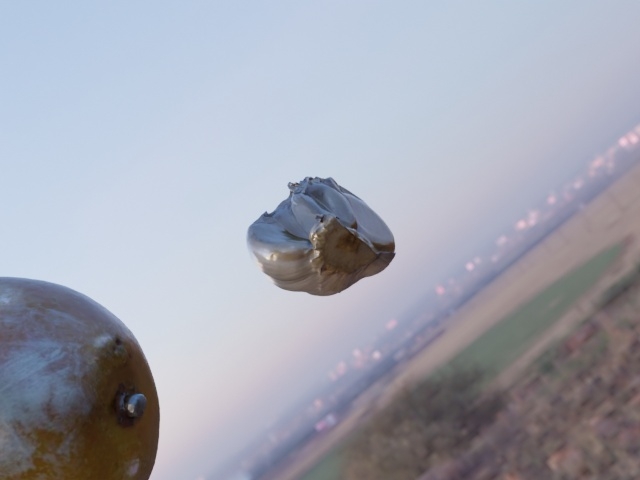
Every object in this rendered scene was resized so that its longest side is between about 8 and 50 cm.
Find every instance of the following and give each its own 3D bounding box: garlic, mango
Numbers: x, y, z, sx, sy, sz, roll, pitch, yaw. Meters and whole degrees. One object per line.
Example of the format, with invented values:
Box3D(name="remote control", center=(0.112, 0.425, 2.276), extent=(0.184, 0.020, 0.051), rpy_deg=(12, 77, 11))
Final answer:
Box3D(name="garlic", center=(-0.003, 0.001, 1.047), extent=(0.113, 0.094, 0.074), rpy_deg=(4, -68, -38))
Box3D(name="mango", center=(-0.276, 0.148, 1.110), extent=(0.384, 0.221, 0.199), rpy_deg=(-16, 14, 36))
